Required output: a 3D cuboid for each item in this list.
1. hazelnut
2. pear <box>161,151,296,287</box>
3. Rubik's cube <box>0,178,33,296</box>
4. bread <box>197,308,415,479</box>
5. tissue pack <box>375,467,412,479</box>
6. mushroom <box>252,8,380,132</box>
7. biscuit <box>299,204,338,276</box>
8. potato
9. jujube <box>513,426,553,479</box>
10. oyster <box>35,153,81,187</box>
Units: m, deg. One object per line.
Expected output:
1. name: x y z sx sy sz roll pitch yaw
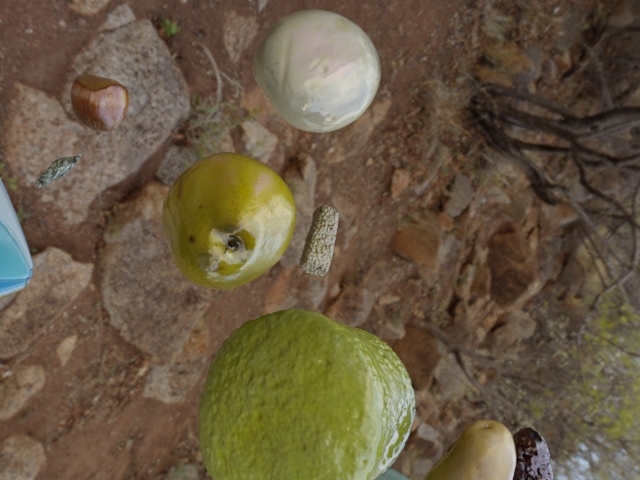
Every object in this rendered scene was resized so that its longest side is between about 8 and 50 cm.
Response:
1. hazelnut: -0.595 -0.369 1.713 0.150 0.150 0.150 -45 170 -10
2. pear: -0.183 -0.024 1.289 0.285 0.285 0.336 -53 -151 33
3. Rubik's cube: -0.836 0.007 1.243 0.352 0.351 0.347 -15 -175 29
4. bread: -0.006 0.294 1.118 0.348 0.348 0.308 -50 151 16
5. tissue pack: 0.099 0.783 1.555 0.388 0.162 0.287 -27 133 -57
6. mushroom: -0.010 -0.311 1.222 0.246 0.246 0.202 -41 170 -31
7. biscuit: 0.000 0.000 1.509 0.082 0.071 0.168 145 -39 -65
8. potato: 0.254 0.417 1.100 0.233 0.146 0.150 -55 -174 7
9. jujube: 0.405 0.435 1.245 0.104 0.104 0.165 -34 127 -53
10. oyster: -0.618 -0.171 1.512 0.098 0.037 0.100 -36 -168 21
